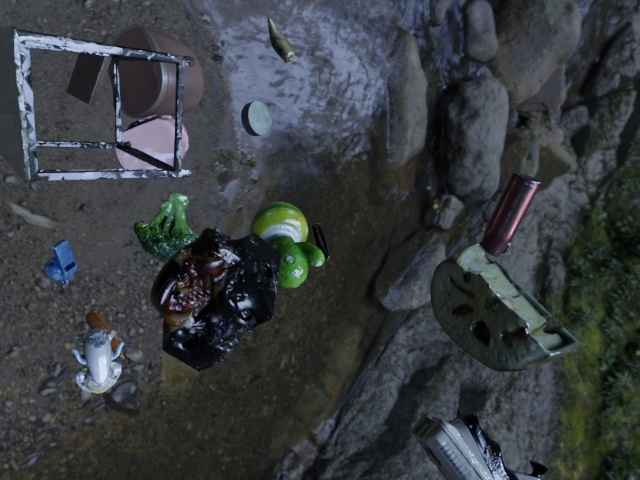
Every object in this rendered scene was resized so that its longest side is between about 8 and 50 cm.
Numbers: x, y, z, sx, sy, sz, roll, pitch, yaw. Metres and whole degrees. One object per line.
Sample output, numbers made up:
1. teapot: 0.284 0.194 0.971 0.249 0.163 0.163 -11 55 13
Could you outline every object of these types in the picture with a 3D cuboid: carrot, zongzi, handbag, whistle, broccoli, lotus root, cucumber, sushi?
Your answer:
1. carrot: -0.712 0.315 1.429 0.048 0.216 0.048 -42 157 -22
2. zongzi: -0.093 -0.471 1.008 0.040 0.076 0.083 -31 153 -7
3. handbag: -0.515 -0.294 1.330 0.205 0.116 0.179 -23 105 -3
4. whistle: -0.805 0.071 1.319 0.090 0.090 0.158 -25 128 -35
5. broccoli: -0.553 -0.047 1.622 0.254 0.269 0.269 11 96 -10
6. lotus root: 0.281 0.119 0.703 0.119 0.235 0.138 -10 135 -39
7. cucumber: 0.001 0.001 1.357 0.034 0.033 0.135 42 29 -67
8. sushi: -0.234 0.099 0.912 0.227 0.215 0.212 -38 115 22

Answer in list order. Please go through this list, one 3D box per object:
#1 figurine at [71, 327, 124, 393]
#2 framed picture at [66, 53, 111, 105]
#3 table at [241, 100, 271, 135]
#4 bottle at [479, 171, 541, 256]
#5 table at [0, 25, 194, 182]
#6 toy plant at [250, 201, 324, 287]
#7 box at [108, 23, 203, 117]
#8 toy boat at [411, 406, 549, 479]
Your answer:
1. figurine: -0.630 0.330 1.214 0.128 0.208 0.184 -2 115 -31
2. framed picture: -0.718 -0.517 1.331 0.023 0.128 0.168 6 110 -63
3. table: -0.254 -0.484 1.710 0.133 0.043 0.133 -3 94 -55
4. bottle: 0.365 -0.047 0.834 0.060 0.060 0.164 -4 122 -42
5. table: -0.440 -0.255 0.809 0.272 0.335 0.222 -11 116 -42
6. toy plant: -0.109 0.031 1.297 0.224 0.316 0.184 -14 129 -1
7. box: -0.572 -0.580 1.527 0.216 0.301 0.301 -15 113 -56
8. toy boat: 0.276 0.382 0.694 0.141 0.269 0.141 -51 171 -11
